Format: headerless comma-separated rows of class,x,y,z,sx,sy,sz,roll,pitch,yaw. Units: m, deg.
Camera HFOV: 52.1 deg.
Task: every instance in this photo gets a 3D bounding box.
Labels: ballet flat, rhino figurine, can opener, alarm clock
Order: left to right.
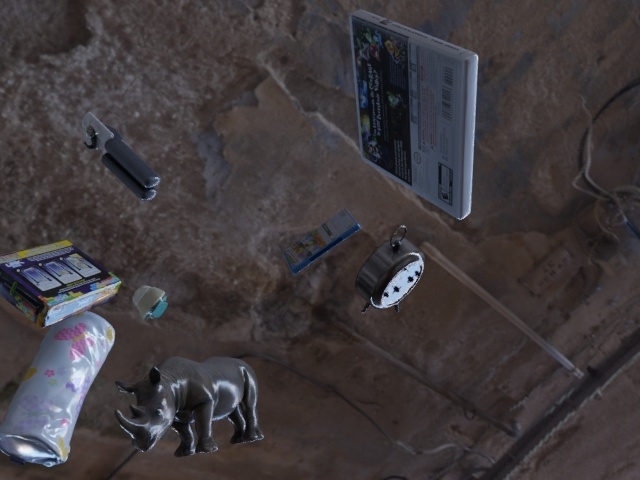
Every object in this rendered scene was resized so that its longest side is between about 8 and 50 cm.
can opener,-0.452,-0.199,1.489,0.280,0.093,0.074,43,-51,25
ballet flat,-0.437,0.154,1.651,0.248,0.086,0.086,136,-24,-73
rhino figurine,-0.141,0.178,0.713,0.073,0.243,0.106,-18,-106,22
alarm clock,0.125,0.047,1.126,0.129,0.192,0.064,-30,-127,-28

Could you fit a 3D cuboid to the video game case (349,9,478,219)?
video game case,0.098,-0.137,0.711,0.022,0.190,0.173,-30,-135,-23

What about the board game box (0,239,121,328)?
board game box,-0.448,0.068,1.102,0.141,0.170,0.048,33,-69,15

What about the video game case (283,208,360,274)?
video game case,0.000,0.000,1.379,0.166,0.015,0.119,-35,-158,1

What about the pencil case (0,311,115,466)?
pencil case,-0.462,0.255,1.162,0.113,0.124,0.273,-42,-152,43
